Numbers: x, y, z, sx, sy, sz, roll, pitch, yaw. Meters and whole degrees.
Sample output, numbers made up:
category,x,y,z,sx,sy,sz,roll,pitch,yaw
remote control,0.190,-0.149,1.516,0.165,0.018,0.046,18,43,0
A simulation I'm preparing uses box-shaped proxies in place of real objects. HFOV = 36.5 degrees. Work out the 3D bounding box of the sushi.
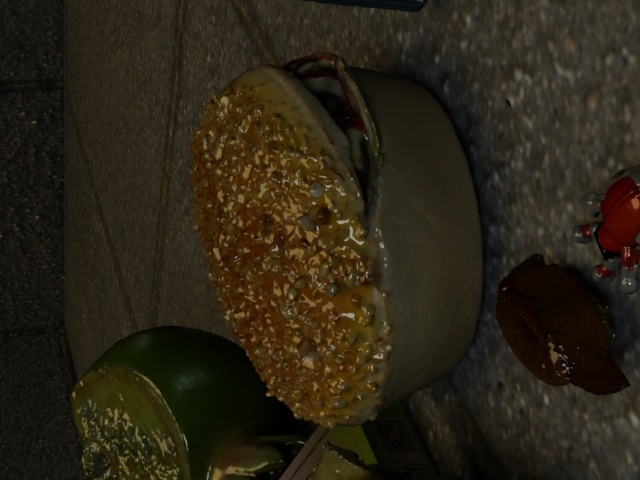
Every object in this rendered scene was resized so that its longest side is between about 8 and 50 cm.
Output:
category,x,y,z,sx,sy,sz,roll,pitch,yaw
sushi,0.143,0.047,0.586,0.120,0.055,0.052,-128,25,-71

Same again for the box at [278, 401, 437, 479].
category,x,y,z,sx,sy,sz,roll,pitch,yaw
box,0.015,0.282,0.866,0.260,0.062,0.175,-58,41,32

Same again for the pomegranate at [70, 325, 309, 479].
category,x,y,z,sx,sy,sz,roll,pitch,yaw
pomegranate,-0.122,0.250,1.143,0.359,0.216,0.309,-2,95,38

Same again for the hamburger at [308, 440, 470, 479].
category,x,y,z,sx,sy,sz,roll,pitch,yaw
hamburger,0.071,0.262,0.620,0.309,0.132,0.211,10,78,60

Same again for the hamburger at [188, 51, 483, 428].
category,x,y,z,sx,sy,sz,roll,pitch,yaw
hamburger,0.000,0.000,0.768,0.302,0.170,0.302,172,90,-70

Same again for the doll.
category,x,y,z,sx,sy,sz,roll,pitch,yaw
doll,0.169,-0.013,0.519,0.114,0.039,0.057,109,175,-63

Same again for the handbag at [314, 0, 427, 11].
category,x,y,z,sx,sy,sz,roll,pitch,yaw
handbag,-0.014,-0.244,0.763,0.221,0.144,0.057,-122,31,-47
